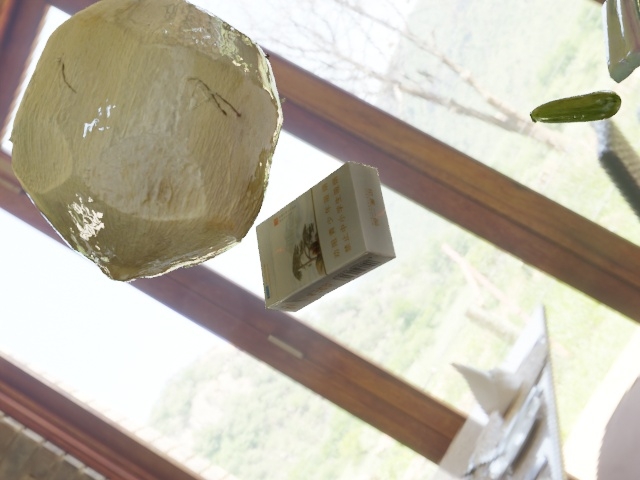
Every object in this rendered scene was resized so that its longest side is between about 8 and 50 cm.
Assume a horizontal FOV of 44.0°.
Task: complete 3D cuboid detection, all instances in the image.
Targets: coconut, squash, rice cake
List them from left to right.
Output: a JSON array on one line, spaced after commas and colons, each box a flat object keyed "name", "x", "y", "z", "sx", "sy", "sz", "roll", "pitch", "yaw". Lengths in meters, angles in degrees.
[{"name": "coconut", "x": -0.234, "y": -0.124, "z": 1.059, "sx": 0.346, "sy": 0.346, "sz": 0.360, "roll": 68, "pitch": -138, "yaw": -80}, {"name": "squash", "x": 0.561, "y": -0.289, "z": 1.747, "sx": 0.066, "sy": 0.201, "sz": 0.066, "roll": 13, "pitch": -105, "yaw": -56}, {"name": "rice cake", "x": 0.550, "y": -0.381, "z": 1.432, "sx": 0.080, "sy": 0.042, "sz": 0.221, "roll": 127, "pitch": 161, "yaw": -48}]

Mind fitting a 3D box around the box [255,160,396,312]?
[{"name": "box", "x": -0.001, "y": 0.001, "z": 1.192, "sx": 0.233, "sy": 0.067, "sz": 0.149, "roll": -32, "pitch": 56, "yaw": 41}]
